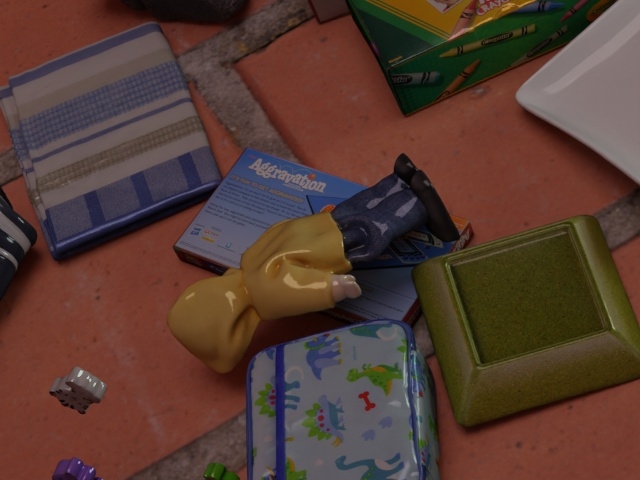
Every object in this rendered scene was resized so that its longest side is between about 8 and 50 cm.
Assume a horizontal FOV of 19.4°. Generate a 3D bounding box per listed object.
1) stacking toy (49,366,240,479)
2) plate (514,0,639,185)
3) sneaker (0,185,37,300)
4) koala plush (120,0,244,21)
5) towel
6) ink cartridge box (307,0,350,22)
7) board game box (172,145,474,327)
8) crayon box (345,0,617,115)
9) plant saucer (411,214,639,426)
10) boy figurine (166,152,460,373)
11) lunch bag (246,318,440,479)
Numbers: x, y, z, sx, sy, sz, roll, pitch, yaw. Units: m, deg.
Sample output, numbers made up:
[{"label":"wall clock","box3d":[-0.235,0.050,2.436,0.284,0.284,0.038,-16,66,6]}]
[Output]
[{"label":"stacking toy","box3d":[-0.181,0.237,1.668,0.052,0.221,0.167,-33,26,52]},{"label":"plate","box3d":[0.369,-0.169,1.844,0.277,0.045,0.278,-42,39,-5]},{"label":"sneaker","box3d":[-0.432,-0.012,2.010,0.282,0.099,0.153,22,68,25]},{"label":"koala plush","box3d":[-0.176,-0.389,2.170,0.203,0.196,0.221,1,56,34]},{"label":"towel","box3d":[-0.235,-0.114,2.067,0.209,0.034,0.285,-23,50,-2]},{"label":"ink cartridge box","box3d":[-0.003,-0.354,2.112,0.072,0.127,0.175,-20,48,8]},{"label":"board game box","box3d":[0.000,0.000,1.890,0.281,0.027,0.145,20,63,32]},{"label":"crayon box","box3d":[0.178,-0.264,2.002,0.278,0.081,0.165,-24,48,0]},{"label":"plant saucer","box3d":[0.192,0.062,1.738,0.188,0.045,0.188,-16,54,1]},{"label":"boy figurine","box3d":[-0.010,0.029,1.782,0.285,0.092,0.177,-33,25,-4]},{"label":"lunch bag","box3d":[0.017,0.184,1.696,0.176,0.090,0.219,-12,48,14]}]
